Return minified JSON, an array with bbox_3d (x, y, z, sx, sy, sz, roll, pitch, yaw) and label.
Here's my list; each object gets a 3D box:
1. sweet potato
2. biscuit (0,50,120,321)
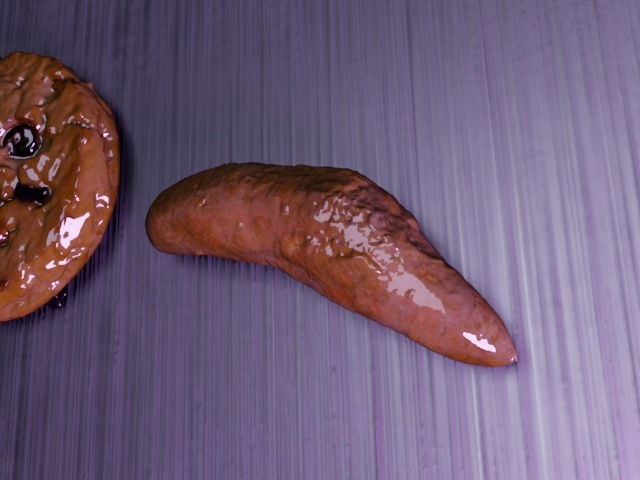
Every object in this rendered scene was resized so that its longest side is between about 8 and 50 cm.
[{"bbox_3d":[-0.001,-0.004,0.609,0.341,0.092,0.114,18,109,28],"label":"sweet potato"},{"bbox_3d":[-0.326,-0.059,0.781,0.296,0.075,0.296,-7,73,23],"label":"biscuit"}]
